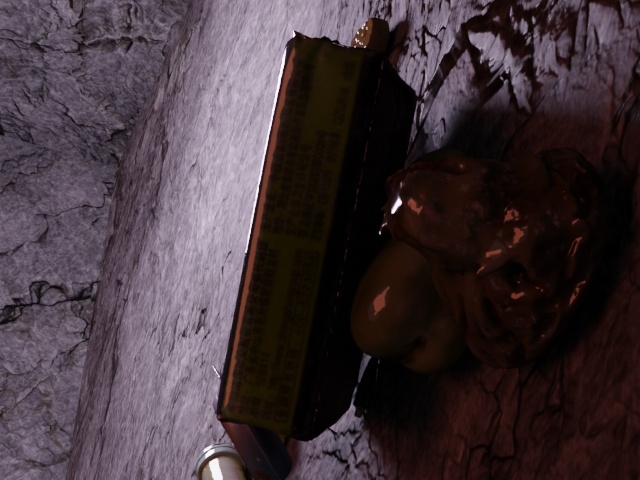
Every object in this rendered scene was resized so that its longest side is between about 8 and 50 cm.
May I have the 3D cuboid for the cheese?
[{"bbox_3d":[-0.066,0.254,1.431,0.244,0.052,0.135,62,174,-14],"label":"cheese"}]

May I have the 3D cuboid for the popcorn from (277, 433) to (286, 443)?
[{"bbox_3d":[-0.076,0.252,1.671,0.083,0.057,0.082,-60,29,31],"label":"popcorn"}]

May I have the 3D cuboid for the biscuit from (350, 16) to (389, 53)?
[{"bbox_3d":[0.032,-0.153,1.694,0.183,0.047,0.319,-159,85,-69],"label":"biscuit"}]

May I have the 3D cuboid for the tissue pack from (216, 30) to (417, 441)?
[{"bbox_3d":[0.000,0.000,1.314,0.288,0.124,0.394,15,-94,-80],"label":"tissue pack"}]

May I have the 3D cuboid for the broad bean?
[{"bbox_3d":[0.108,0.022,1.237,0.189,0.121,0.263,120,172,-50],"label":"broad bean"}]

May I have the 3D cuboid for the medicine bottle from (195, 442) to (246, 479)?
[{"bbox_3d":[-0.124,0.370,1.704,0.218,0.074,0.073,-123,50,-65],"label":"medicine bottle"}]

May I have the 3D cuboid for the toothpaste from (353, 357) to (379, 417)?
[{"bbox_3d":[0.054,0.164,1.404,0.027,0.019,0.083,16,-90,-79],"label":"toothpaste"}]

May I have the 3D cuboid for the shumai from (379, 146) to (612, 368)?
[{"bbox_3d":[0.133,0.003,1.032,0.166,0.176,0.205,-97,25,-50],"label":"shumai"}]
